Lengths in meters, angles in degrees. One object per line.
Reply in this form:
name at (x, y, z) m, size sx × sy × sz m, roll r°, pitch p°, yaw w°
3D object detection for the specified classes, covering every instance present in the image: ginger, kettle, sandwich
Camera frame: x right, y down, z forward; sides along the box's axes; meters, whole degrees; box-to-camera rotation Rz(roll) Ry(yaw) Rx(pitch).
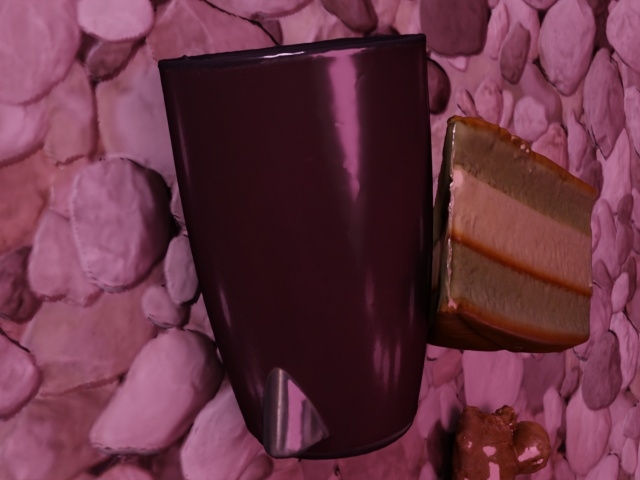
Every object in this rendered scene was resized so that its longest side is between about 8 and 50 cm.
ginger at (0.102, 0.215, 0.630) m, size 0.193 × 0.052 × 0.176 m, roll 10°, pitch 83°, yaw -35°
kettle at (0.000, 0.000, 0.492) m, size 0.202 × 0.144 × 0.232 m, roll -46°, pitch 133°, yaw -67°
sandwich at (0.076, 0.006, 0.520) m, size 0.187 × 0.144 × 0.117 m, roll 17°, pitch 73°, yaw -47°
